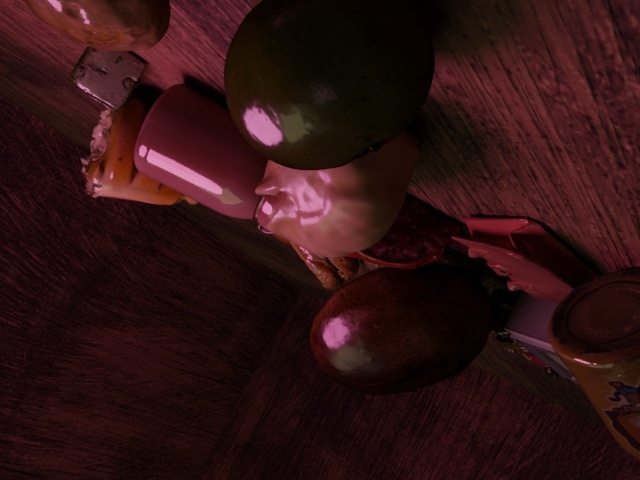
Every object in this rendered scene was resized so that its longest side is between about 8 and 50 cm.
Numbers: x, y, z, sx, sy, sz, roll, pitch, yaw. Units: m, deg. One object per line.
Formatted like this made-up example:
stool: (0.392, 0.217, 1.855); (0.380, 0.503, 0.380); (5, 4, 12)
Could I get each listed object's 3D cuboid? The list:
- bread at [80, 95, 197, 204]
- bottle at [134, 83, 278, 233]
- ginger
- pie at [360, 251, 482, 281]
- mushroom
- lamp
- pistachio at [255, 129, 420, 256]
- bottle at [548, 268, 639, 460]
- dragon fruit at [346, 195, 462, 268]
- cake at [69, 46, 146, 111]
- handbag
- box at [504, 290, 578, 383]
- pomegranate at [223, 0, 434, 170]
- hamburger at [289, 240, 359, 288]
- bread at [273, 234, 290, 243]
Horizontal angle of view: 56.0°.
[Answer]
bread: (-0.349, -0.180, 1.246); (0.270, 0.211, 0.316); (6, -174, -21)
bottle: (-0.154, -0.124, 1.052); (0.297, 0.173, 0.206); (26, 147, -1)
ginger: (-0.241, -0.278, 0.635); (0.138, 0.152, 0.267); (-2, 163, 2)
pie: (0.213, 0.063, 1.282); (0.257, 0.105, 0.274); (12, 169, 8)
mushroom: (0.160, 0.167, 1.117); (0.239, 0.345, 0.345); (59, 176, 12)
lamp: (0.434, 0.187, 1.218); (0.253, 0.118, 0.118); (34, 169, -31)
pistachio: (0.025, -0.078, 0.800); (0.318, 0.214, 0.193); (32, -140, -87)
bottle: (0.466, 0.217, 0.809); (0.351, 0.171, 0.171); (52, 163, -18)
dragon fruit: (0.091, -0.017, 1.058); (0.262, 0.134, 0.211); (28, 174, 4)
cake: (-0.384, -0.322, 1.112); (0.100, 0.099, 0.235); (32, -169, -23)
handbag: (0.319, 0.038, 0.915); (0.212, 0.059, 0.157); (32, 169, -27)
box: (0.483, 0.185, 1.044); (0.225, 0.117, 0.225); (34, 169, -29)
pomegranate: (-0.007, -0.158, 0.503); (0.210, 0.179, 0.179); (46, 164, -23)
hamburger: (0.000, 0.000, 1.270); (0.213, 0.108, 0.214); (59, -174, -10)
bread: (-0.073, -0.042, 1.512); (0.147, 0.098, 0.217); (28, 172, -19)
